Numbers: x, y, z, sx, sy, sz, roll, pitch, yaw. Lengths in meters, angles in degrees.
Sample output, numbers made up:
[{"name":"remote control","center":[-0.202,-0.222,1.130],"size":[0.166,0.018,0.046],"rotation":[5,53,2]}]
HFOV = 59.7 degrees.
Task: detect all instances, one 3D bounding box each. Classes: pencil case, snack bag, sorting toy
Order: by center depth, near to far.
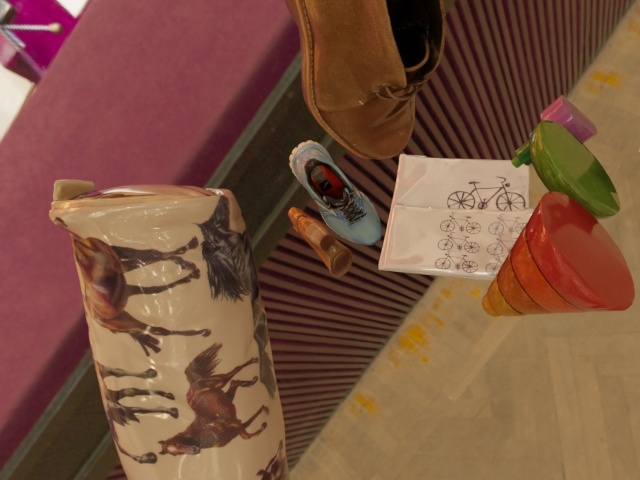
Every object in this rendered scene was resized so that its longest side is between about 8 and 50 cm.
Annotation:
[{"name":"pencil case","center":[-0.135,0.136,0.533],"size":[0.183,0.160,0.411],"rotation":[-6,102,12]},{"name":"sorting toy","center":[0.242,-0.036,0.622],"size":[0.127,0.366,0.126],"rotation":[38,131,-10]},{"name":"snack bag","center":[0.314,-0.066,1.255],"size":[0.322,0.037,0.343],"rotation":[5,58,17]}]

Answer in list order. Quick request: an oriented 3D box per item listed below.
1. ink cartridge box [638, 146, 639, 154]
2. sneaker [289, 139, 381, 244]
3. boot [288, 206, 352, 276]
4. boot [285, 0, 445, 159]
[{"name":"ink cartridge box","center":[0.720,-0.254,0.907],"size":[0.069,0.176,0.371],"rotation":[45,140,-7]},{"name":"sneaker","center":[0.021,-0.048,0.697],"size":[0.063,0.162,0.073],"rotation":[-41,24,7]},{"name":"boot","center":[0.000,0.000,1.431],"size":[0.073,0.197,0.152],"rotation":[-40,49,-10]},{"name":"boot","center":[0.051,-0.150,0.498],"size":[0.112,0.305,0.115],"rotation":[-41,61,-6]}]
